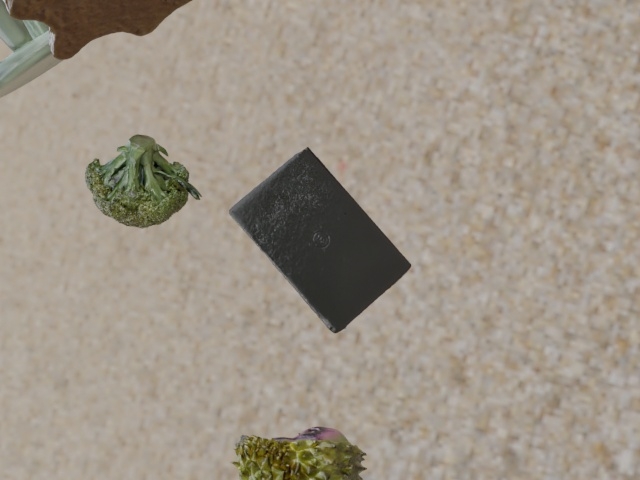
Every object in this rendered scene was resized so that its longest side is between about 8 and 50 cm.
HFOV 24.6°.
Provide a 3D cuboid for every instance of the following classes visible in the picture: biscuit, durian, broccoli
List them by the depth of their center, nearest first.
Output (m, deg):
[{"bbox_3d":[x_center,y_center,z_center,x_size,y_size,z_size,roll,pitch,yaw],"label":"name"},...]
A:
[{"bbox_3d":[-0.148,-0.214,1.068,0.215,0.182,0.034,-48,55,35],"label":"biscuit"},{"bbox_3d":[-0.005,0.273,1.685,0.108,0.186,0.119,-23,62,29],"label":"durian"},{"bbox_3d":[-0.230,-0.074,1.873,0.131,0.130,0.120,45,139,48],"label":"broccoli"}]

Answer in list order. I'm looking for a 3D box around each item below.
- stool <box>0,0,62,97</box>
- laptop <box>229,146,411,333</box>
[{"bbox_3d":[-0.405,-0.307,1.884,0.195,0.199,0.195,-40,7,-37],"label":"stool"},{"bbox_3d":[0.000,0.000,1.742,0.135,0.197,0.016,-39,-3,-21],"label":"laptop"}]
